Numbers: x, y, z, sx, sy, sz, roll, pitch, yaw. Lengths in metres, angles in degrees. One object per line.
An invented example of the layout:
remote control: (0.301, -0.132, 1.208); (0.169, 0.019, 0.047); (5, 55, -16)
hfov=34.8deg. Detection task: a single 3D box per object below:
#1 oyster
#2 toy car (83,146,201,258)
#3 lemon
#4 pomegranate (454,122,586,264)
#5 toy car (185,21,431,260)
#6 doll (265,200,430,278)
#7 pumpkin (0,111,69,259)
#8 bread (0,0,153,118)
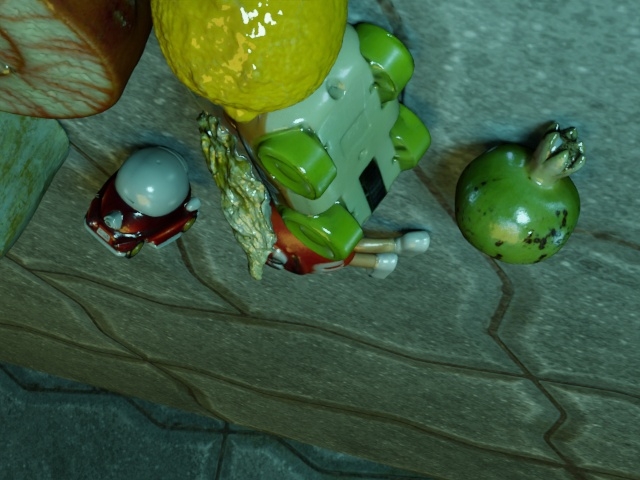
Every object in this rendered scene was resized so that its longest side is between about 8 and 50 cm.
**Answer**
oyster: (-0.070, -0.050, 0.874); (0.045, 0.121, 0.146); (-20, 150, 1)
toy car: (-0.205, -0.055, 1.198); (0.112, 0.139, 0.112); (40, 141, 7)
lemon: (-0.050, -0.175, 0.716); (0.142, 0.142, 0.187); (13, 116, 19)
pomegranate: (0.182, -0.045, 0.904); (0.114, 0.114, 0.142); (23, 135, -8)
toy car: (-0.035, -0.113, 0.904); (0.235, 0.145, 0.235); (34, 164, 11)
doll: (0.000, 0.000, 1.200); (0.217, 0.085, 0.183); (15, 162, -13)
pumpkin: (-0.502, -0.104, 1.249); (0.332, 0.199, 0.332); (20, 158, 8)
bread: (-0.292, -0.220, 0.867); (0.328, 0.114, 0.295); (0, 152, 43)
